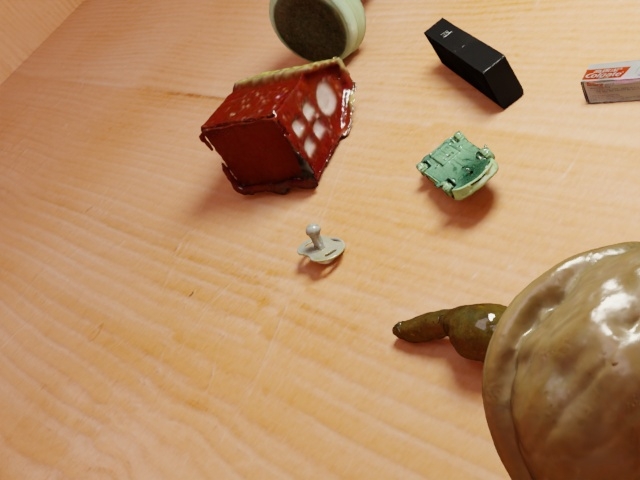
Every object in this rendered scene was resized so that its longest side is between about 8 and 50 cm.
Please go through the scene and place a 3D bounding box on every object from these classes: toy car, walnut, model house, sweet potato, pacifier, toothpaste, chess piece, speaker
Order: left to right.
[{"bbox_3d":[-0.059,-0.224,1.688,0.196,0.160,0.254,-5,46,40],"label":"model house"},{"bbox_3d":[0.000,0.000,1.467,0.068,0.064,0.083,-32,32,-22],"label":"pacifier"},{"bbox_3d":[0.051,-0.501,1.895,0.195,0.194,0.299,0,41,41],"label":"chess piece"},{"bbox_3d":[0.202,-0.101,1.405,0.093,0.058,0.186,-38,23,1],"label":"toy car"},{"bbox_3d":[0.185,0.109,1.174,0.269,0.075,0.074,6,54,50],"label":"sweet potato"},{"bbox_3d":[0.246,-0.290,1.558,0.044,0.082,0.218,-38,34,2],"label":"speaker"},{"bbox_3d":[0.285,0.145,0.873,0.285,0.285,0.296,-43,-6,-7],"label":"walnut"},{"bbox_3d":[0.458,-0.224,1.330,0.196,0.040,0.047,3,50,44],"label":"toothpaste"}]
